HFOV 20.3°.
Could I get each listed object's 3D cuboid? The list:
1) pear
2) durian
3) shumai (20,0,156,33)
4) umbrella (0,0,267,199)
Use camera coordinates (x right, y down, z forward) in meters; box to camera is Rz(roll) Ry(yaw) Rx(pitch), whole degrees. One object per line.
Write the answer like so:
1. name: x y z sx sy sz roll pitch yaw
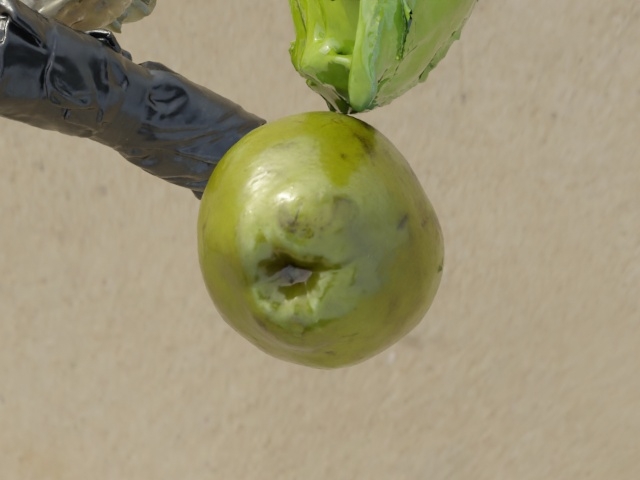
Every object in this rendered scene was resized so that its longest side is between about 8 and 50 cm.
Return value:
1. pear: 0.000 0.000 0.744 0.107 0.131 0.107 1 98 8
2. durian: 0.032 -0.132 0.797 0.101 0.250 0.139 -4 101 1
3. shumai: -0.169 -0.193 1.196 0.209 0.153 0.161 -26 71 12
4. umbrella: -0.091 -0.065 0.972 0.236 0.059 0.066 24 83 -36
